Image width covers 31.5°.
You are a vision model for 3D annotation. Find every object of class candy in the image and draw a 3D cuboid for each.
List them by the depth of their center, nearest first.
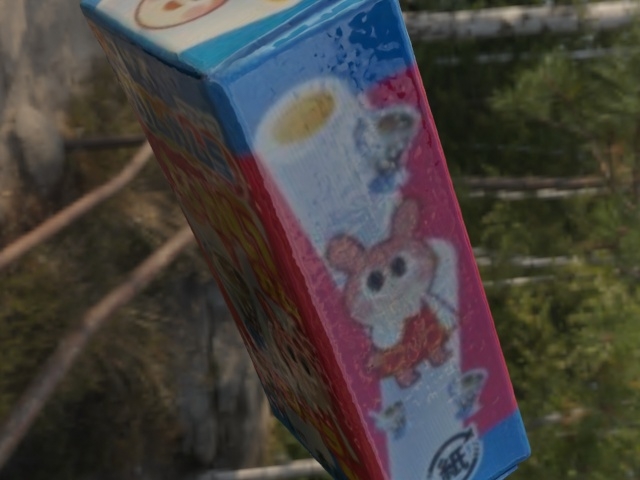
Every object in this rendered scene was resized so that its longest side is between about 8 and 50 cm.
[{"bbox_3d":[-0.001,0.001,0.596,0.157,0.100,0.306,38,-26,52],"label":"candy"}]
